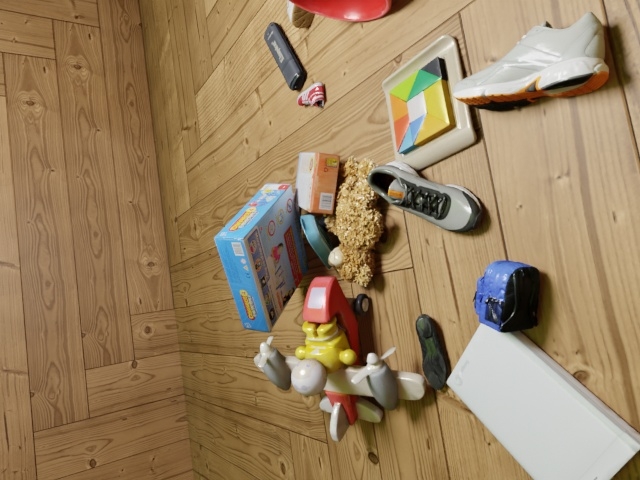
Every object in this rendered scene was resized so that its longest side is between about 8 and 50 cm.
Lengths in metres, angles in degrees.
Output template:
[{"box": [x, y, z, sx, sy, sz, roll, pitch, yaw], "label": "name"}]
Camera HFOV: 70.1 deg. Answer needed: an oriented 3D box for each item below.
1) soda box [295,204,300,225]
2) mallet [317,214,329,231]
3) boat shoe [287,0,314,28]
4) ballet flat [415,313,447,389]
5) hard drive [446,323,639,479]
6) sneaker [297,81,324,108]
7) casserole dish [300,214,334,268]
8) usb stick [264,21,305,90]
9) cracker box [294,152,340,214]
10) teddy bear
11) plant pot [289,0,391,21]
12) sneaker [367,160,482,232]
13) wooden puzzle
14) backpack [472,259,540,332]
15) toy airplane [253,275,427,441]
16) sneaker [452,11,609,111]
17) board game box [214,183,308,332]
[{"box": [-0.101, -0.050, 1.492, 0.053, 0.060, 0.169, 9, 101, 54], "label": "soda box"}, {"box": [0.021, -0.118, 1.332, 0.062, 0.039, 0.189, 21, 107, 54], "label": "mallet"}, {"box": [-0.044, -0.760, 1.297, 0.096, 0.098, 0.277, 57, 138, 34], "label": "boat shoe"}, {"box": [0.256, 0.251, 1.033, 0.057, 0.049, 0.173, -12, 88, 28], "label": "ballet flat"}, {"box": [0.386, 0.307, 0.839, 0.307, 0.040, 0.203, 47, 130, 42], "label": "hard drive"}, {"box": [-0.029, -0.414, 1.362, 0.118, 0.042, 0.067, -23, 71, 52], "label": "sneaker"}, {"box": [0.000, 0.000, 1.285, 0.037, 0.188, 0.114, -25, 46, 9], "label": "casserole dish"}, {"box": [-0.118, -0.595, 1.469, 0.077, 0.045, 0.278, -54, 51, 45], "label": "usb stick"}, {"box": [-0.015, -0.165, 1.277, 0.232, 0.067, 0.155, -143, 59, -71], "label": "cracker box"}, {"box": [0.083, -0.052, 1.180, 0.245, 0.113, 0.338, 44, 128, 47], "label": "teddy bear"}, {"box": [0.052, -0.678, 1.044, 0.275, 0.275, 0.243, 20, 101, 53], "label": "plant pot"}, {"box": [0.212, -0.088, 0.974, 0.271, 0.108, 0.100, 32, 119, 35], "label": "sneaker"}, {"box": [0.224, -0.289, 1.004, 0.221, 0.044, 0.238, -23, 75, 54], "label": "wooden puzzle"}, {"box": [0.337, 0.095, 0.836, 0.101, 0.098, 0.120, 25, 115, 56], "label": "backpack"}, {"box": [0.021, 0.336, 1.166, 0.384, 0.272, 0.386, 46, 118, 18], "label": "toy airplane"}, {"box": [0.352, -0.302, 0.787, 0.262, 0.099, 0.121, 3, 89, 48], "label": "sneaker"}, {"box": [-0.149, 0.042, 1.292, 0.086, 0.302, 0.308, 3, 123, 21], "label": "board game box"}]
